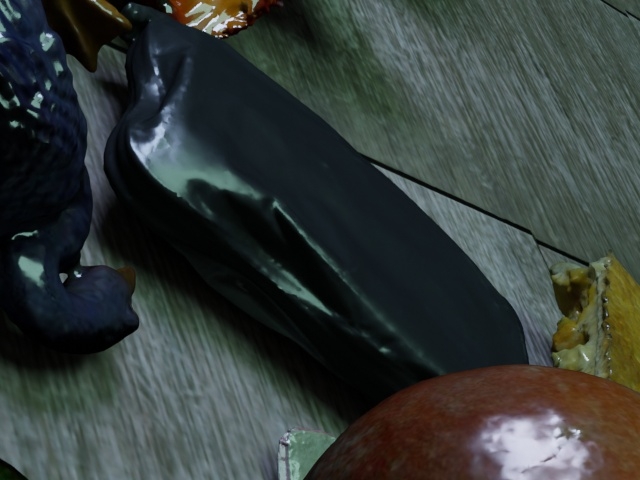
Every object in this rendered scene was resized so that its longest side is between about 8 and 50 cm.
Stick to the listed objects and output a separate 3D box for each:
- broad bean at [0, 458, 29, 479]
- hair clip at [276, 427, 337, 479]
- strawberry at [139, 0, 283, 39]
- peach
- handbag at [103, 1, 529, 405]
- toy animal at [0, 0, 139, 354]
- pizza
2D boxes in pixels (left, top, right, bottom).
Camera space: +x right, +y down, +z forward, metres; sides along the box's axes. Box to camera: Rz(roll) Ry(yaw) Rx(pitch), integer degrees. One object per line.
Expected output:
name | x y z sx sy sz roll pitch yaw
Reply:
broad bean | -0.107 0.140 0.784 0.292 0.049 0.144 36 -4 4
hair clip | 0.010 0.161 1.013 0.054 0.022 0.137 19 41 -44
strawberry | -0.073 -0.192 1.281 0.140 0.085 0.192 -14 61 -25
peach | 0.088 0.174 0.864 0.252 0.252 0.252 36 28 -23
handbag | -0.002 -0.001 1.157 0.332 0.075 0.191 38 28 -21
toy animal | -0.170 -0.083 0.947 0.185 0.122 0.298 -74 143 -54
pizza | 0.241 0.160 1.298 0.268 0.087 0.258 47 26 -14
